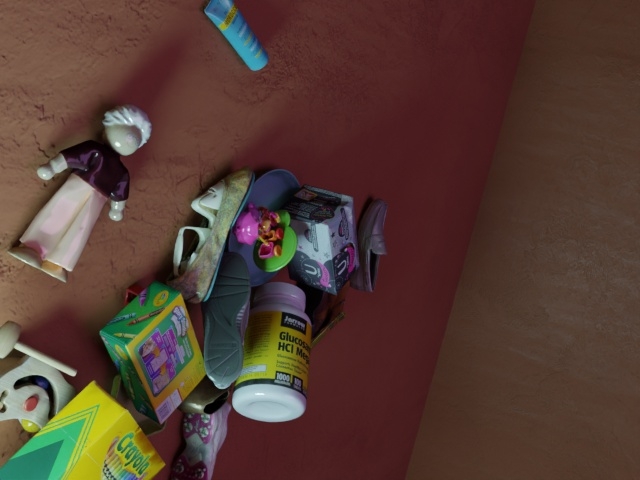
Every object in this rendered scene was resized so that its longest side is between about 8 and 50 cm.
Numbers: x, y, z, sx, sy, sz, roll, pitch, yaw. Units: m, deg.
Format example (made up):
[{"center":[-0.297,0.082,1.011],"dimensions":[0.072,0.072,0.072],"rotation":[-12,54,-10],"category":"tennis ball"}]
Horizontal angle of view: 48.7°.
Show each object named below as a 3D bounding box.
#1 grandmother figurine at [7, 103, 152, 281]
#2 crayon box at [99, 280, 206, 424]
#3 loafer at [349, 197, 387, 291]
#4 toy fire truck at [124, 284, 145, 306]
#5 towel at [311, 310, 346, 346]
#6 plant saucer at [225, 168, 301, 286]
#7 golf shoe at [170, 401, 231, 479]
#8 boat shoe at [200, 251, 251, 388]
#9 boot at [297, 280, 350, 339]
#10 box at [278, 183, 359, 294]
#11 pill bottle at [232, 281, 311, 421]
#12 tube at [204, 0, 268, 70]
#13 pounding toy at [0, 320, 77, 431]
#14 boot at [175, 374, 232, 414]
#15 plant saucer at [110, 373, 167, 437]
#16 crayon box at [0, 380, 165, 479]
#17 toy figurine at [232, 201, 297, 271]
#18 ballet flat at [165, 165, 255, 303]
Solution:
[{"center":[-0.415,-0.096,1.284],"dimensions":[0.342,0.104,0.208],"rotation":[-62,159,-11],"category":"grandmother figurine"},{"center":[-0.350,0.244,1.521],"dimensions":[0.165,0.081,0.278],"rotation":[-48,145,-36],"category":"crayon box"},{"center":[0.178,0.019,2.386],"dimensions":[0.112,0.112,0.319],"rotation":[-4,110,-60],"category":"loafer"},{"center":[-0.369,0.175,1.581],"dimensions":[0.135,0.047,0.192],"rotation":[-30,133,-50],"category":"toy fire truck"},{"center":[-0.007,0.315,2.225],"dimensions":[0.237,0.021,0.102],"rotation":[-45,168,-6],"category":"towel"},{"center":[-0.151,-0.037,1.844],"dimensions":[0.318,0.044,0.317],"rotation":[-39,139,-44],"category":"plant saucer"},{"center":[-0.304,0.557,1.867],"dimensions":[0.140,0.115,0.306],"rotation":[-3,111,-64],"category":"golf shoe"},{"center":[-0.225,0.184,1.664],"dimensions":[0.103,0.118,0.320],"rotation":[117,-28,-66],"category":"boat shoe"},{"center":[0.031,0.176,2.241],"dimensions":[0.280,0.096,0.264],"rotation":[-23,126,-55],"category":"boot"},{"center":[0.000,0.000,1.914],"dimensions":[0.142,0.163,0.247],"rotation":[-49,144,-38],"category":"box"},{"center":[-0.120,0.286,1.849],"dimensions":[0.188,0.188,0.333],"rotation":[65,23,-52],"category":"pill bottle"},{"center":[-0.182,-0.457,1.535],"dimensions":[0.207,0.052,0.080],"rotation":[48,53,-52],"category":"tube"},{"center":[-0.525,0.276,1.251],"dimensions":[0.154,0.155,0.269],"rotation":[-58,150,-32],"category":"pounding toy"},{"center":[-0.265,0.366,1.783],"dimensions":[0.305,0.115,0.112],"rotation":[-31,133,-71],"category":"boot"},{"center":[-0.418,0.365,1.613],"dimensions":[0.188,0.045,0.188],"rotation":[-5,111,-59],"category":"plant saucer"},{"center":[-0.481,0.480,1.381],"dimensions":[0.313,0.106,0.363],"rotation":[-44,157,-24],"category":"crayon box"},{"center":[-0.147,-0.034,1.714],"dimensions":[0.159,0.130,0.173],"rotation":[43,47,-50],"category":"toy figurine"},{"center":[-0.255,-0.031,1.602],"dimensions":[0.123,0.123,0.348],"rotation":[42,65,-60],"category":"ballet flat"}]
